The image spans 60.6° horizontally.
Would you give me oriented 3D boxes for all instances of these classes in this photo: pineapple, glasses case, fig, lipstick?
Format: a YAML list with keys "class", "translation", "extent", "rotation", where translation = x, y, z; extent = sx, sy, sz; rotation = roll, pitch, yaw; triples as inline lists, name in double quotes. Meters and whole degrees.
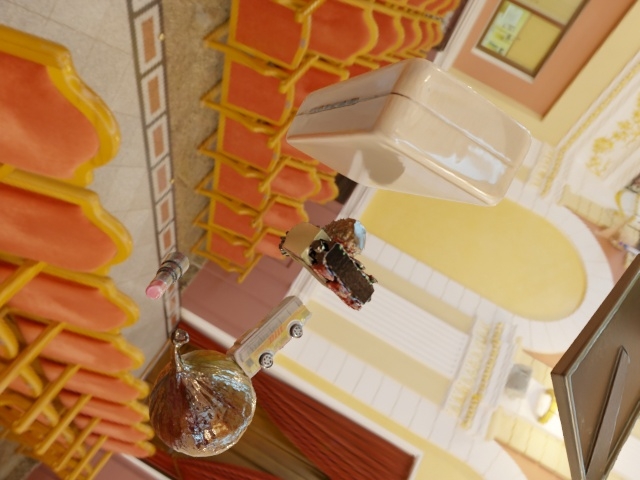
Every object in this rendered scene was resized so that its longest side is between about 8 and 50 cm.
- class: "pineapple"
  translation: [0.000, 0.000, 0.979]
  extent: [0.074, 0.159, 0.074]
  rotation: [26, 61, -60]
- class: "glasses case"
  translation: [0.070, -0.113, 0.606]
  extent: [0.076, 0.144, 0.336]
  rotation: [-63, -159, 0]
- class: "fig"
  translation: [-0.251, 0.274, 1.078]
  extent: [0.217, 0.217, 0.320]
  rotation: [-56, 149, -41]
- class: "lipstick"
  translation: [-0.305, 0.068, 1.089]
  extent: [0.053, 0.053, 0.234]
  rotation: [-61, -171, 5]

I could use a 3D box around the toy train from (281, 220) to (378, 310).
- class: "toy train"
  translation: [0.015, 0.034, 0.681]
  extent: [0.050, 0.087, 0.138]
  rotation: [-52, 135, -11]

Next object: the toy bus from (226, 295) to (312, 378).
- class: "toy bus"
  translation: [-0.140, 0.266, 1.519]
  extent: [0.268, 0.106, 0.092]
  rotation: [-41, -169, -30]

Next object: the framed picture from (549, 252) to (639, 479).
- class: "framed picture"
  translation: [0.349, 0.158, 0.648]
  extent: [0.265, 0.018, 0.192]
  rotation: [-32, 114, -37]
